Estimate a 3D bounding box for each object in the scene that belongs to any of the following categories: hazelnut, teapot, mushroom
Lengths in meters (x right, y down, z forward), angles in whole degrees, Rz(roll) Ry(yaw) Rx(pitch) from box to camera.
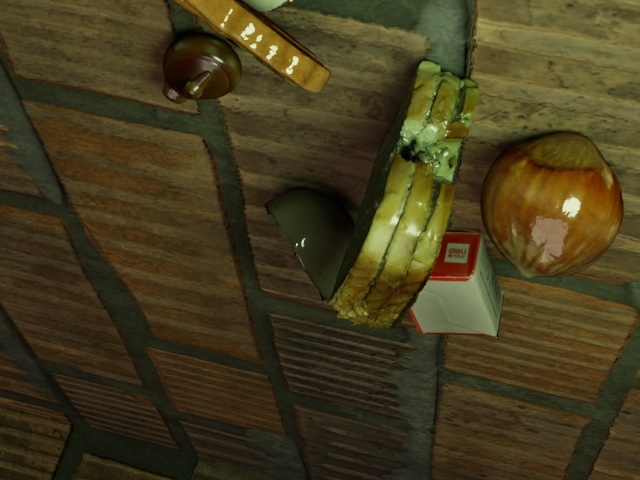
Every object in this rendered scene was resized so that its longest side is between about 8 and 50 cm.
[{"bbox_3d":[0.291,-0.042,1.356,0.182,0.182,0.182,14,152,8],"label":"hazelnut"},{"bbox_3d":[-0.158,-0.211,1.415,0.098,0.078,0.129,34,149,-27],"label":"teapot"},{"bbox_3d":[0.000,0.000,1.667,0.117,0.141,0.188,-21,131,5],"label":"mushroom"}]

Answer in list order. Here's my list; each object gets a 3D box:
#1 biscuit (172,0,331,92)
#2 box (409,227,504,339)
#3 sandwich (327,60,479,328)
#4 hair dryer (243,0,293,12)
[{"bbox_3d":[-0.131,-0.271,1.202,0.334,0.047,0.202,35,-170,-23],"label":"biscuit"},{"bbox_3d":[0.197,0.064,1.687,0.133,0.099,0.182,1,146,24],"label":"box"},{"bbox_3d":[0.106,-0.053,1.341,0.095,0.273,0.249,20,151,-3],"label":"sandwich"},{"bbox_3d":[-0.035,-0.315,1.002,0.203,0.128,0.362,36,171,-30],"label":"hair dryer"}]
